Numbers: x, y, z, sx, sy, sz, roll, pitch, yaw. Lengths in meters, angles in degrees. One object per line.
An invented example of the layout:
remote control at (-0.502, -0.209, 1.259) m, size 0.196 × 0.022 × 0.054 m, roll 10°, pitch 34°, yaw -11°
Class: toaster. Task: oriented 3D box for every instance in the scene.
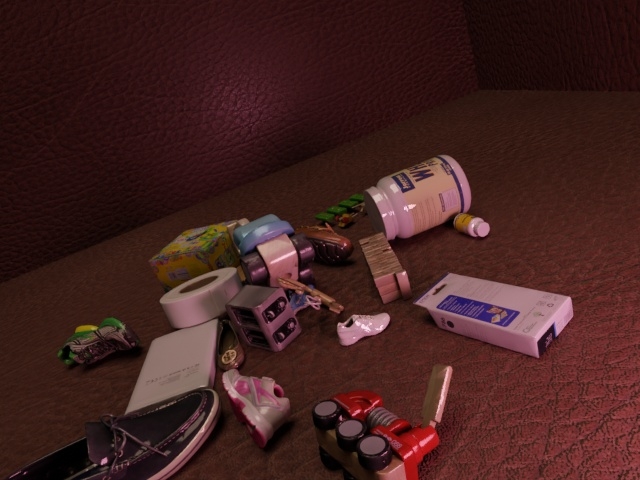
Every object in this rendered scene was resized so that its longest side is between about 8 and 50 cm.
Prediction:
toaster at (-0.172, 0.218, 1.393) m, size 0.186 × 0.168 × 0.110 m, roll 1°, pitch 32°, yaw 41°

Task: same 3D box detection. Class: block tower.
block tower at (0.196, 0.078, 1.511) m, size 0.097 × 0.091 × 0.335 m, roll -20°, pitch 22°, yaw 2°

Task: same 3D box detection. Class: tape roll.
tape roll at (-0.407, 0.196, 1.675) m, size 0.286 × 0.100 × 0.286 m, roll -19°, pitch 11°, yaw 4°

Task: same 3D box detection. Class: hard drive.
hard drive at (-0.419, 0.369, 1.415) m, size 0.233 × 0.047 × 0.353 m, roll -20°, pitch 22°, yaw 0°

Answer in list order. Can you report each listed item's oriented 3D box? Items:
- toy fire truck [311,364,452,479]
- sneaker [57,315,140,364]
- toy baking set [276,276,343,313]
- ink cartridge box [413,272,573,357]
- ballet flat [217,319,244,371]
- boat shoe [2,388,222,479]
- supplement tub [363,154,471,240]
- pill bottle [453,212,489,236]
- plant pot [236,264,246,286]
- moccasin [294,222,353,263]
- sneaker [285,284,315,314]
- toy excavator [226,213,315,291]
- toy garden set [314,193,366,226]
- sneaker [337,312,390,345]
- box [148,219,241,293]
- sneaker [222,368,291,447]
toy fire truck at (0.132, 0.338, 0.912) m, size 0.246 × 0.158 × 0.217 m, roll -19°, pitch 18°, yaw -30°
sneaker at (-0.756, 0.364, 1.639) m, size 0.344 × 0.134 × 0.146 m, roll -18°, pitch 27°, yaw 29°
toy baking set at (-0.024, 0.169, 1.400) m, size 0.256 × 0.030 × 0.197 m, roll 25°, pitch 3°, yaw 33°
ink cartridge box at (0.405, 0.168, 1.160) m, size 0.165 × 0.065 × 0.333 m, roll -33°, pitch 27°, yaw -29°
ballet flat at (-0.274, 0.303, 1.428) m, size 0.084 × 0.058 × 0.250 m, roll -22°, pitch 22°, yaw -2°
boat shoe at (-0.457, 0.472, 1.068) m, size 0.500 × 0.156 × 0.187 m, roll -27°, pitch 21°, yaw -19°
supplement tub at (0.341, -0.147, 1.715) m, size 0.325 × 0.235 × 0.235 m, roll -22°, pitch 22°, yaw -6°
pill bottle at (0.500, -0.049, 1.580) m, size 0.065 × 0.065 × 0.116 m, roll -26°, pitch 23°, yaw -14°
plant pot at (-0.238, 0.119, 1.862) m, size 0.236 × 0.032 × 0.236 m, roll -18°, pitch 22°, yaw 7°
moccasin at (0.002, 0.003, 1.814) m, size 0.147 × 0.139 × 0.380 m, roll -41°, pitch 19°, yaw -23°
sneaker at (-0.077, 0.183, 1.519) m, size 0.063 × 0.073 × 0.162 m, roll 5°, pitch 32°, yaw 46°
toy excavator at (-0.218, 0.013, 1.703) m, size 0.222 × 0.433 × 0.445 m, roll -23°, pitch 61°, yaw -17°
toy garden set at (0.128, -0.127, 2.107) m, size 0.244 × 0.049 × 0.204 m, roll -29°, pitch 22°, yaw -24°
sneaker at (0.114, 0.225, 1.279) m, size 0.152 × 0.061 × 0.054 m, roll -23°, pitch 20°, yaw -10°
box at (-0.493, 0.069, 2.001) m, size 0.290 × 0.177 × 0.279 m, roll -10°, pitch 24°, yaw 26°
sneaker at (-0.147, 0.372, 1.124) m, size 0.111 × 0.103 × 0.252 m, roll -26°, pitch 29°, yaw -24°
